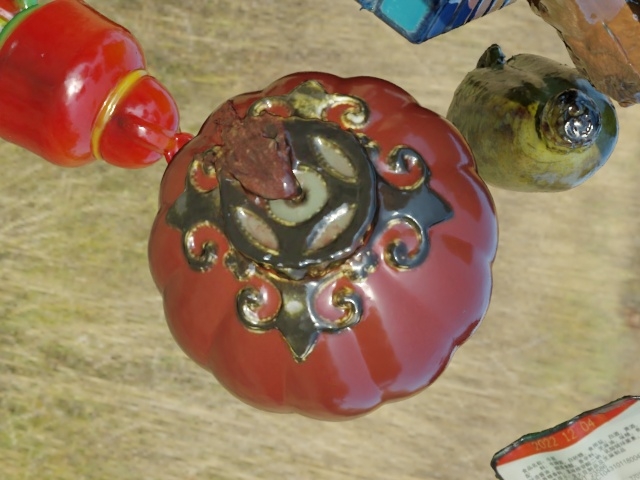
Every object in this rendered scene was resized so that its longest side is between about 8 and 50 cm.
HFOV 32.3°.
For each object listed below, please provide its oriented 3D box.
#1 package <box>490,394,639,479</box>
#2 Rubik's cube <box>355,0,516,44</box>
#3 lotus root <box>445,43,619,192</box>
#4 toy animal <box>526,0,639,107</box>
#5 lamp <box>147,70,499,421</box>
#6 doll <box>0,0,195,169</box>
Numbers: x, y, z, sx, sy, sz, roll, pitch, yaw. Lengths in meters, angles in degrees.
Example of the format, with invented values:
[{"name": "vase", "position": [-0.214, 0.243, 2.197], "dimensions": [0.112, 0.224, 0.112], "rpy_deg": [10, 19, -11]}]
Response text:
[{"name": "package", "position": [0.275, 0.239, 0.972], "dimensions": [0.232, 0.166, 0.040], "rpy_deg": [51, 28, -13]}, {"name": "Rubik's cube", "position": [0.113, -0.411, 1.120], "dimensions": [0.293, 0.292, 0.287], "rpy_deg": [-29, 156, -53]}, {"name": "lotus root", "position": [0.235, -0.130, 1.243], "dimensions": [0.309, 0.173, 0.173], "rpy_deg": [-117, -149, -73]}, {"name": "toy animal", "position": [0.178, -0.195, 0.776], "dimensions": [0.312, 0.097, 0.158], "rpy_deg": [30, 27, -54]}, {"name": "lamp", "position": [0.000, 0.000, 0.700], "dimensions": [0.227, 0.226, 0.227], "rpy_deg": [10, 90, -72]}, {"name": "doll", "position": [-0.289, -0.178, 1.249], "dimensions": [0.183, 0.363, 0.160], "rpy_deg": [-62, 170, 7]}]
